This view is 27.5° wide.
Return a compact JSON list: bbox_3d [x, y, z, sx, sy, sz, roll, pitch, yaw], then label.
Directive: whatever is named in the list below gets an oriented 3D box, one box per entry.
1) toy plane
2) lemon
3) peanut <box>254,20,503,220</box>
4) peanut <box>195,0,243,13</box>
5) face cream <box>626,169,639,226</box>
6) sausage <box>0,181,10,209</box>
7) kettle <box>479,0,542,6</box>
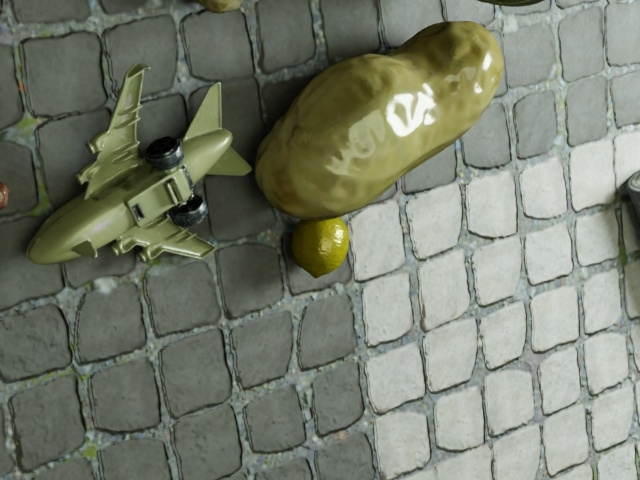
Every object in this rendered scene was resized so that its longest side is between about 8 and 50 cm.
[{"bbox_3d":[-0.175,-0.047,1.263,0.244,0.092,0.229,-39,131,-25],"label":"toy plane"},{"bbox_3d":[0.000,0.000,1.399,0.062,0.062,0.083,16,76,-34],"label":"lemon"},{"bbox_3d":[0.068,-0.135,1.375,0.319,0.147,0.147,-34,115,-21],"label":"peanut"},{"bbox_3d":[-0.123,-0.296,1.258,0.080,0.080,0.174,-45,120,-19],"label":"peanut"},{"bbox_3d":[0.474,0.035,1.706,0.073,0.073,0.283,-35,115,-23],"label":"face cream"},{"bbox_3d":[-0.352,-0.034,1.183,0.147,0.030,0.035,-6,104,-32],"label":"sausage"},{"bbox_3d":[0.182,-0.496,1.355,0.361,0.250,0.376,35,75,-6],"label":"kettle"}]
